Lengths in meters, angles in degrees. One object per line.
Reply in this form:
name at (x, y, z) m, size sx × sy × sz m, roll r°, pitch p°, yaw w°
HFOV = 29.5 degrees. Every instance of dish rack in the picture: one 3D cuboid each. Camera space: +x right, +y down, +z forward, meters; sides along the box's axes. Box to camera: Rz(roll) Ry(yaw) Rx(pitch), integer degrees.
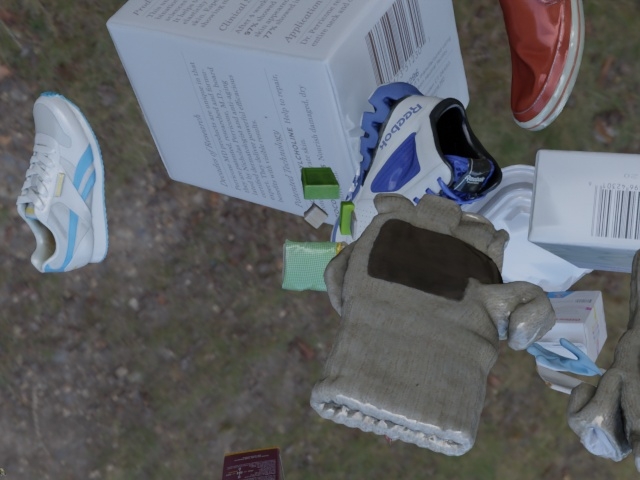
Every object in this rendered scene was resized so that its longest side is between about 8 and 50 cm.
dish rack at (0.392, -0.002, 2.193) m, size 0.333 × 0.072 × 0.285 m, roll 12°, pitch 139°, yaw -28°

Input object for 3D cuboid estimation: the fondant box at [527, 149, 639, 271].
fondant box at (0.366, -0.018, 1.265) m, size 0.330 × 0.238 × 0.096 m, roll 13°, pitch 82°, yaw -69°

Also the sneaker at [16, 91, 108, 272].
sneaker at (-0.327, -0.070, 1.510) m, size 0.092 × 0.087 × 0.228 m, roll -20°, pitch 111°, yaw -39°

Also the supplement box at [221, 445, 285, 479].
supplement box at (-0.086, 0.360, 1.620) m, size 0.081 × 0.188 × 0.104 m, roll -9°, pitch 101°, yaw 0°

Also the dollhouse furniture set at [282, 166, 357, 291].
dollhouse furniture set at (0.000, 0.000, 1.314) m, size 0.076 × 0.058 × 0.151 m, roll 0°, pitch 114°, yaw -7°

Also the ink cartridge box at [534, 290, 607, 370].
ink cartridge box at (0.408, 0.152, 2.001) m, size 0.143 × 0.092 × 0.090 m, roll -43°, pitch 126°, yaw -55°

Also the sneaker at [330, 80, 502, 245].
sneaker at (0.126, -0.050, 1.546) m, size 0.127 × 0.182 × 0.315 m, roll 9°, pitch 90°, yaw -38°

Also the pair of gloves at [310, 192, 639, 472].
pair of gloves at (0.116, 0.055, 0.601) m, size 0.240 × 0.204 × 0.042 m, roll 14°, pitch 121°, yaw -2°

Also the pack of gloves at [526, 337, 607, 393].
pack of gloves at (0.424, 0.200, 1.801) m, size 0.232 × 0.195 × 0.046 m, roll 19°, pitch 101°, yaw -10°

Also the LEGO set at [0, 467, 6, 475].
LEGO set at (-0.502, 0.363, 1.787) m, size 0.054 × 0.023 × 0.083 m, roll 30°, pitch 101°, yaw -25°

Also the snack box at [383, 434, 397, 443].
snack box at (0.129, 0.248, 1.847) m, size 0.064 × 0.022 × 0.178 m, roll -30°, pitch 150°, yaw -19°

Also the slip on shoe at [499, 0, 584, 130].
slip on shoe at (0.247, -0.295, 1.433) m, size 0.101 × 0.123 × 0.331 m, roll 2°, pitch 92°, yaw -22°

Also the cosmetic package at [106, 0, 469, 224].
cosmetic package at (-0.036, -0.269, 1.836) m, size 0.329 × 0.394 × 0.327 m, roll -53°, pitch 143°, yaw -31°
